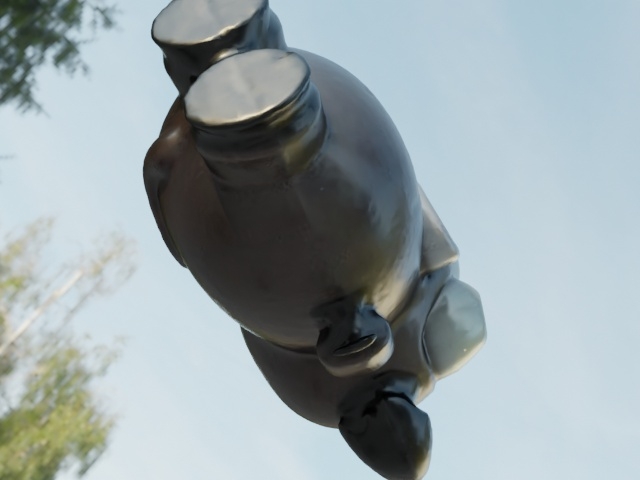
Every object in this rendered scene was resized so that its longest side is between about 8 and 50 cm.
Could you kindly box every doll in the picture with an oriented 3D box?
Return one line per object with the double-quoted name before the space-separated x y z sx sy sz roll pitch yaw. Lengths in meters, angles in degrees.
"doll" -0.002 0.000 0.546 0.257 0.117 0.182 58 7 -45
